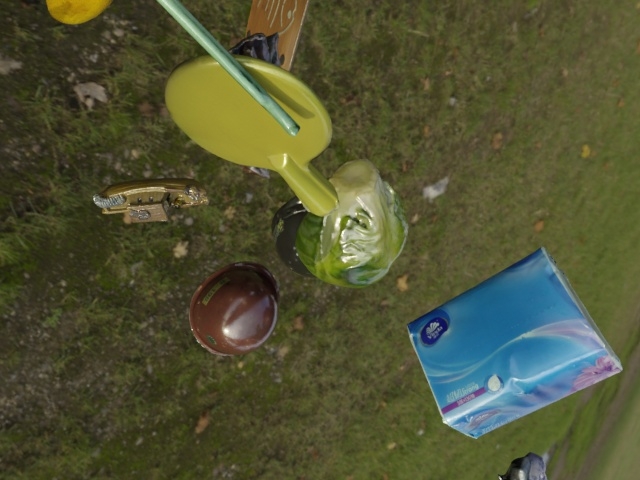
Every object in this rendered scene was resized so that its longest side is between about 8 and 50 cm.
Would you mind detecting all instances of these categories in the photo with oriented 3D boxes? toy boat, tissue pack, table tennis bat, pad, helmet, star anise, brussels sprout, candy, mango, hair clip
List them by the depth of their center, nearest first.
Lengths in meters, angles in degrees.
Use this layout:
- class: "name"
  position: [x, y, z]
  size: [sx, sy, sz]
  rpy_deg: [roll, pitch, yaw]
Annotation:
- class: "candy"
  position: [-0.172, -0.268, 0.636]
  size: [0.440, 0.119, 0.119]
  rpy_deg: [41, 74, -30]
- class: "hair clip"
  position: [0.278, 0.382, 0.801]
  size: [0.124, 0.052, 0.195]
  rpy_deg: [-36, 119, -46]
- class: "table tennis bat"
  position: [-0.066, -0.141, 0.856]
  size: [0.369, 0.224, 0.054]
  rpy_deg: [45, 48, -50]
- class: "tissue pack"
  position: [0.304, 0.169, 0.952]
  size: [0.263, 0.198, 0.146]
  rpy_deg: [-34, 140, 20]
- class: "star anise"
  position: [-0.119, -0.229, 0.976]
  size: [0.223, 0.109, 0.235]
  rpy_deg: [-95, -168, -75]
- class: "helmet"
  position: [-0.124, 0.119, 0.987]
  size: [0.175, 0.106, 0.155]
  rpy_deg: [-42, 110, -22]
- class: "brussels sprout"
  position: [0.070, -0.030, 1.213]
  size: [0.210, 0.220, 0.271]
  rpy_deg: [-51, 154, -42]
- class: "mango"
  position: [-0.542, -0.593, 1.310]
  size: [0.177, 0.317, 0.119]
  rpy_deg: [18, 59, -26]
- class: "pad"
  position: [-0.092, -0.544, 1.329]
  size: [0.018, 0.284, 0.286]
  rpy_deg: [-1, 126, -30]
- class: "helmet"
  position: [0.000, 0.000, 1.454]
  size: [0.231, 0.160, 0.279]
  rpy_deg: [2, 151, -15]
- class: "toy boat"
  position: [-0.475, -0.113, 1.660]
  size: [0.089, 0.321, 0.121]
  rpy_deg: [83, 5, -48]
